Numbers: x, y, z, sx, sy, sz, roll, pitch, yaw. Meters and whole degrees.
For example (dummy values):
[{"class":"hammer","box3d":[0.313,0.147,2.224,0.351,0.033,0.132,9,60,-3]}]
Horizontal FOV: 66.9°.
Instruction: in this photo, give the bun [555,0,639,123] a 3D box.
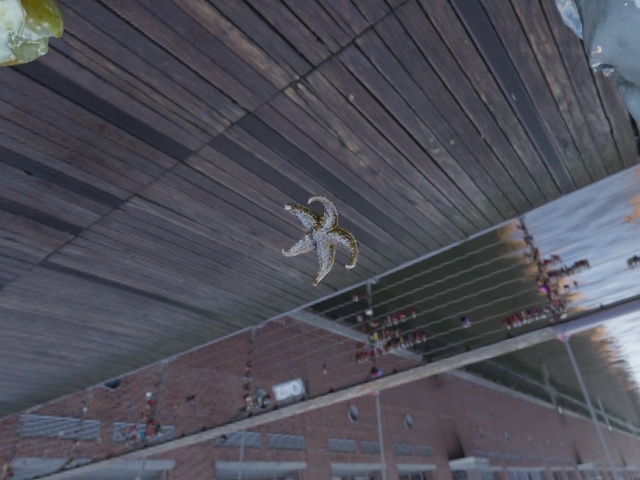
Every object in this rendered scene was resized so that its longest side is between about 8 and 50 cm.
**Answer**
[{"class":"bun","box3d":[0.345,-0.198,0.392,0.362,0.361,0.211,13,142,-31]}]

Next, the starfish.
[{"class":"starfish","box3d":[0.000,0.000,0.478,0.078,0.091,0.028,5,-167,14]}]

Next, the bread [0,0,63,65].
[{"class":"bread","box3d":[-0.254,-0.187,0.327,0.156,0.064,0.117,36,106,-25]}]
